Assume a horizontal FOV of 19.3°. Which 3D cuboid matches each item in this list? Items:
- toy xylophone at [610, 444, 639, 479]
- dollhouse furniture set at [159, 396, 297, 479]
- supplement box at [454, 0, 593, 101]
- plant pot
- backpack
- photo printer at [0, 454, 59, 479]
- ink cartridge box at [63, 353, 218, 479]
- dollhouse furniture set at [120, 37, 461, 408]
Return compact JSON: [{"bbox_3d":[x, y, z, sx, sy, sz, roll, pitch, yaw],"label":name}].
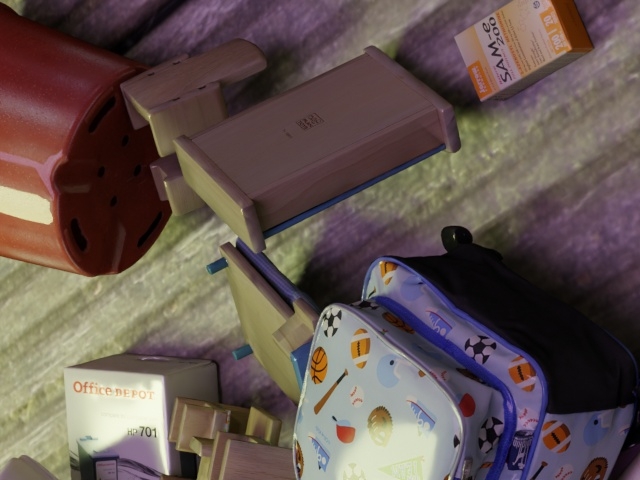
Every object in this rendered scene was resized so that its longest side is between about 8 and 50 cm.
[{"bbox_3d":[0.322,0.275,1.437,0.236,0.081,0.323,-49,66,32],"label":"toy xylophone"},{"bbox_3d":[-0.051,0.275,1.670,0.212,0.161,0.242,-164,85,-73],"label":"dollhouse furniture set"},{"bbox_3d":[0.165,-0.161,1.537,0.098,0.036,0.062,-30,76,37],"label":"supplement box"},{"bbox_3d":[-0.285,-0.095,1.779,0.265,0.272,0.272,17,106,27],"label":"plant pot"},{"bbox_3d":[0.107,0.164,1.485,0.276,0.213,0.263,42,133,49],"label":"backpack"},{"bbox_3d":[-0.239,0.371,1.810,0.307,0.107,0.256,42,138,-3],"label":"photo printer"},{"bbox_3d":[-0.169,0.212,1.822,0.139,0.082,0.191,0,98,38],"label":"ink cartridge box"},{"bbox_3d":[0.000,0.000,1.673,0.286,0.198,0.303,45,155,50],"label":"dollhouse furniture set"}]
